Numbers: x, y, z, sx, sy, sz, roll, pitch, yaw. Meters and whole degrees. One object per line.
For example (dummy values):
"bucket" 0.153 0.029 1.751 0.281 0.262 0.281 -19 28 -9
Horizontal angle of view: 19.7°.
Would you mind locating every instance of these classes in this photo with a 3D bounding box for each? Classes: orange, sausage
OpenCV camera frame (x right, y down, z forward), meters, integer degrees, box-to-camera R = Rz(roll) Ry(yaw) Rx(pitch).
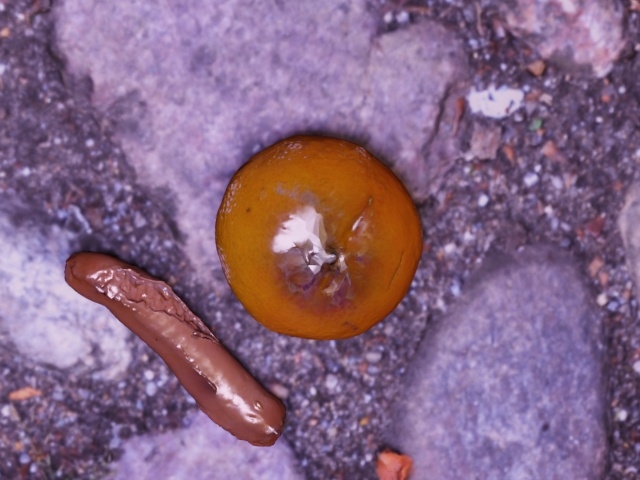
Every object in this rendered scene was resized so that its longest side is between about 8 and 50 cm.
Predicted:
"orange" 0.000 0.000 1.928 0.224 0.170 0.224 -2 106 -6
"sausage" -0.152 0.113 1.987 0.078 0.078 0.304 -44 102 5
